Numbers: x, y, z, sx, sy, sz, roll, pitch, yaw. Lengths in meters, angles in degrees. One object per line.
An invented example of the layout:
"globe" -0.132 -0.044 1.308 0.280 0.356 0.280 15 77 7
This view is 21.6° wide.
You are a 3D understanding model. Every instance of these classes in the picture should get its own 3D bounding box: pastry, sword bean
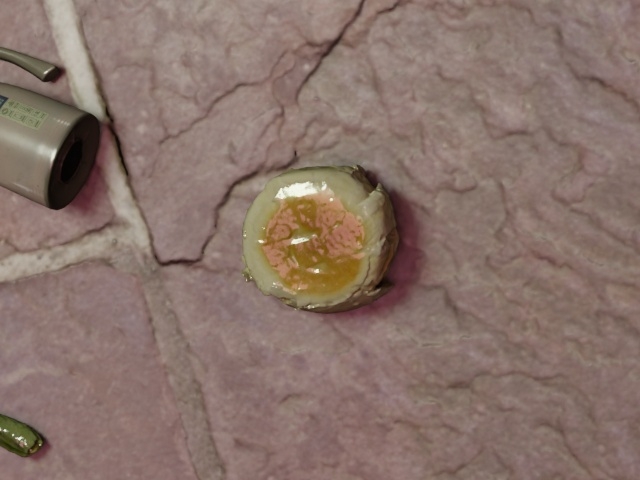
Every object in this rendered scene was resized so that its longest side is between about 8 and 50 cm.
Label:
"pastry" 0.000 0.000 1.662 0.165 0.088 0.166 3 103 13
"sword bean" -0.418 0.159 1.812 0.269 0.038 0.043 30 131 5

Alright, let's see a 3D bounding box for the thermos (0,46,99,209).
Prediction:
"thermos" -0.326 -0.128 1.708 0.193 0.105 0.137 22 79 14
